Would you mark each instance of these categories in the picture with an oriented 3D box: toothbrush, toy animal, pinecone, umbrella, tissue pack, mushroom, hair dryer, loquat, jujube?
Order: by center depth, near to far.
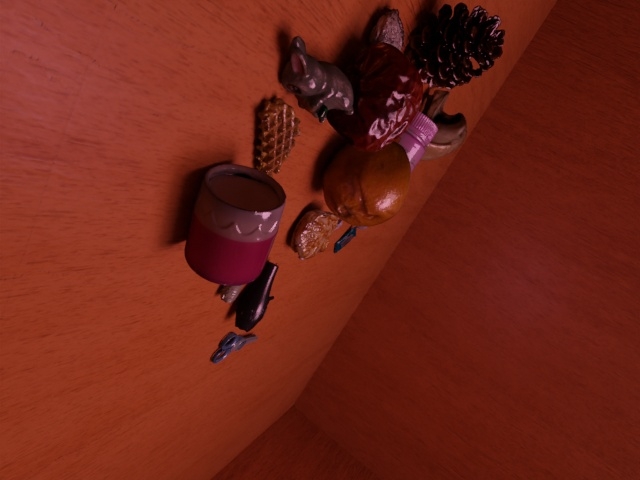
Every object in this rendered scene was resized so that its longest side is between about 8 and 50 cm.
[{"bbox_3d":[-0.022,-0.334,0.948,0.236,0.108,0.138,25,57,-53],"label":"toy animal"},{"bbox_3d":[0.126,-0.341,1.113,0.232,0.213,0.213,-48,164,7],"label":"jujube"},{"bbox_3d":[-0.232,0.107,1.274,0.067,0.062,0.143,16,112,-40],"label":"umbrella"},{"bbox_3d":[0.404,-0.564,1.335,0.246,0.292,0.246,-9,108,-29],"label":"pinecone"},{"bbox_3d":[0.137,-0.186,1.389,0.276,0.276,0.284,79,30,-68],"label":"loquat"},{"bbox_3d":[-0.193,0.178,1.534,0.272,0.091,0.236,47,68,-86],"label":"hair dryer"},{"bbox_3d":[0.007,-0.007,1.773,0.275,0.019,0.025,-42,154,-39],"label":"toothbrush"},{"bbox_3d":[0.447,-0.422,1.828,0.217,0.211,0.292,119,-15,-65],"label":"mushroom"},{"bbox_3d":[0.110,-0.004,2.059,0.138,0.028,0.085,-43,157,-22],"label":"tissue pack"}]

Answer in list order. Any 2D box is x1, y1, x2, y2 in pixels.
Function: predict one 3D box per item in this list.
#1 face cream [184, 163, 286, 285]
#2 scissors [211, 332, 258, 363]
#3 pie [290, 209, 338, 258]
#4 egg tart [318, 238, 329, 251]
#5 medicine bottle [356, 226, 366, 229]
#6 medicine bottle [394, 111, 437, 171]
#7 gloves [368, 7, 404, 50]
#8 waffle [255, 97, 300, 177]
[{"bbox_3d":[-0.175,-0.032,0.937,0.175,0.175,0.195,-33,152,-52],"label":"face cream"},{"bbox_3d":[-0.295,0.370,1.648,0.125,0.030,0.256,-56,162,10],"label":"scissors"},{"bbox_3d":[-0.025,-0.027,1.528,0.179,0.084,0.205,-59,161,10],"label":"pie"},{"bbox_3d":[0.000,0.000,1.691,0.129,0.049,0.129,-44,148,-38],"label":"egg tart"},{"bbox_3d":[0.178,-0.121,1.900,0.090,0.090,0.217,-50,164,-18],"label":"medicine bottle"},{"bbox_3d":[0.261,-0.310,1.609,0.291,0.178,0.178,-57,164,6],"label":"medicine bottle"},{"bbox_3d":[0.172,-0.511,1.150,0.114,0.070,0.153,-54,162,-1],"label":"gloves"},{"bbox_3d":[-0.106,-0.217,0.997,0.161,0.046,0.192,-55,163,-2],"label":"waffle"}]
